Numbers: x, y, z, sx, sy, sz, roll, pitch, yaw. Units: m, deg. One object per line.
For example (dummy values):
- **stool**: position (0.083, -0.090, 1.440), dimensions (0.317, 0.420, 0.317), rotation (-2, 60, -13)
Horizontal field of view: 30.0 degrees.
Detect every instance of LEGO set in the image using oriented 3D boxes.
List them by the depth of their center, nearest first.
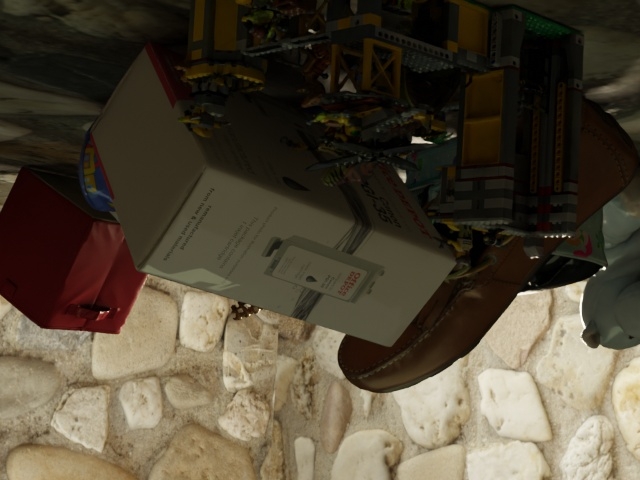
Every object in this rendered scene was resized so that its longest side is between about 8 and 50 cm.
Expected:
- **LEGO set**: position (0.051, -0.079, 0.924), dimensions (0.255, 0.192, 0.331), rotation (-1, 173, 38)

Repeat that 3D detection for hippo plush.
- **hippo plush**: position (0.399, 0.030, 1.616), dimensions (0.234, 0.236, 0.294), rotation (8, 173, -42)

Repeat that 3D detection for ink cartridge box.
- **ink cartridge box**: position (-0.043, -0.038, 1.077), dimensions (0.283, 0.117, 0.207), rotation (20, -153, -36)

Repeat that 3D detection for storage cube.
- **storage cube**: position (-0.397, 0.016, 1.895), dimensions (0.215, 0.193, 0.184), rotation (34, -168, 32)

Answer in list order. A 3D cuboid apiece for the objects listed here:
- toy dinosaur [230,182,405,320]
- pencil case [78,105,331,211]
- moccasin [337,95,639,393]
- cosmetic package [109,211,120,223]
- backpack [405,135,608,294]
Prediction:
- **toy dinosaur**: position (0.000, 0.000, 1.719), dimensions (0.322, 0.164, 0.218), rotation (-16, -160, -33)
- **pencil case**: position (-0.114, -0.088, 1.311), dimensions (0.306, 0.119, 0.133), rotation (2, 131, 17)
- **moccasin**: position (0.143, 0.006, 1.195), dimensions (0.147, 0.139, 0.380), rotation (29, 119, -30)
- **cosmetic package**: position (-0.211, -0.034, 1.741), dimensions (0.117, 0.085, 0.231), rotation (0, 155, 17)
- **backpack**: position (0.213, -0.024, 1.408), dimensions (0.225, 0.191, 0.253), rotation (9, 173, -26)
